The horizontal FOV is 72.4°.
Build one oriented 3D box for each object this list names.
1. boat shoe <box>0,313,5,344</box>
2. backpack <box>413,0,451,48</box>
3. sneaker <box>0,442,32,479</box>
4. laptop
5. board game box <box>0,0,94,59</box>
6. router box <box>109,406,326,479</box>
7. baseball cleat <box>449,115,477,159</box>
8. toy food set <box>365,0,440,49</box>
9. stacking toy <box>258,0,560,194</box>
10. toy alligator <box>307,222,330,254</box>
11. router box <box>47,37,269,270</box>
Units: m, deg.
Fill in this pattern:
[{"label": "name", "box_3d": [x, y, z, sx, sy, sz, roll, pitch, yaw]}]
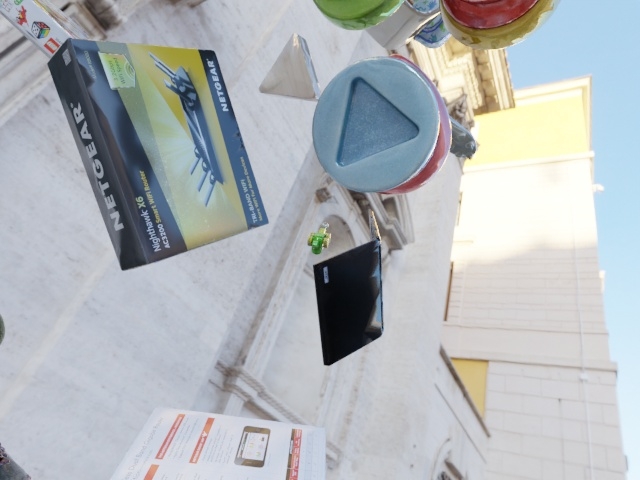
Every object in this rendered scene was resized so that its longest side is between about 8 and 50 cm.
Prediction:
[{"label": "boat shoe", "box_3d": [-0.586, 0.087, 0.652, 0.103, 0.113, 0.302, 37, -32, 20]}, {"label": "backpack", "box_3d": [0.243, -0.493, 0.974, 0.114, 0.084, 0.105, 41, -79, 7]}, {"label": "sneaker", "box_3d": [-0.578, 0.358, 0.723, 0.281, 0.106, 0.163, -15, -84, 43]}, {"label": "laptop", "box_3d": [0.064, 0.090, 0.936, 0.136, 0.264, 0.235, -4, -66, 2]}, {"label": "board game box", "box_3d": [-0.474, -0.376, 0.798, 0.193, 0.053, 0.305, 43, 2, -10]}, {"label": "router box", "box_3d": [-0.145, 0.381, 0.606, 0.300, 0.335, 0.082, 7, -76, 0]}, {"label": "baseball cleat", "box_3d": [0.301, -0.283, 1.044, 0.205, 0.110, 0.072, 31, -39, -28]}, {"label": "toy food set", "box_3d": [0.099, -0.529, 0.866, 0.306, 0.092, 0.220, 40, 2, -12]}, {"label": "stacking toy", "box_3d": [0.050, -0.217, 0.445, 0.279, 0.130, 0.309, 36, -71, 21]}, {"label": "toy alligator", "box_3d": [0.000, 0.000, 1.239, 0.056, 0.190, 0.052, 6, -70, 7]}, {"label": "router box", "box_3d": [-0.231, -0.137, 0.678, 0.081, 0.242, 0.309, -12, -82, 40]}]
